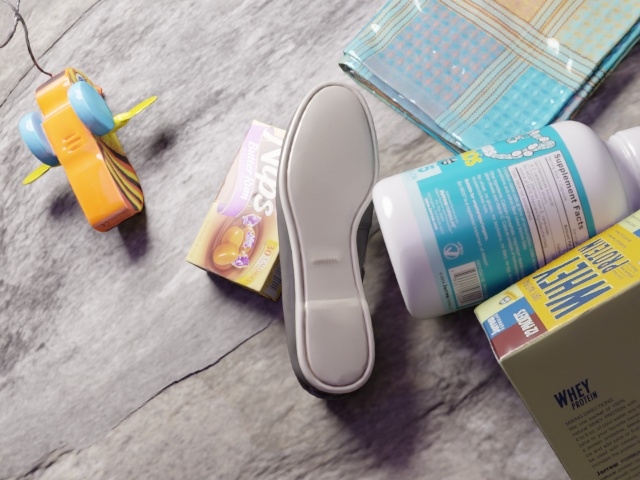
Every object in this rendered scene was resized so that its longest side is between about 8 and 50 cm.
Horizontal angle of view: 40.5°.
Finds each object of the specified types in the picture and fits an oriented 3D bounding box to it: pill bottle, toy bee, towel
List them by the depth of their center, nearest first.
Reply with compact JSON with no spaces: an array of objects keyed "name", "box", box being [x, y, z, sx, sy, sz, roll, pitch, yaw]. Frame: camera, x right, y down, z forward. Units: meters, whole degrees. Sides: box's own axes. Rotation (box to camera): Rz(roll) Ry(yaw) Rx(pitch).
[{"name":"pill bottle","box":[0.193,-0.026,0.839,0.264,0.146,0.146,-17,67,5]},{"name":"towel","box":[0.227,-0.269,0.978,0.271,0.040,0.370,41,90,26]},{"name":"toy bee","box":[-0.297,-0.159,1.099,0.195,0.162,0.298,-8,94,10]}]

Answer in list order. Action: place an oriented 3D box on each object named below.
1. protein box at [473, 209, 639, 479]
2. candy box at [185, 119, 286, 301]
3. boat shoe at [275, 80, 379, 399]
[{"name":"protein box","box":[0.271,0.107,0.728,0.200,0.136,0.201,-32,101,8]},{"name":"candy box","box":[-0.064,-0.036,1.003,0.109,0.053,0.186,22,83,25]},{"name":"boat shoe","box":[0.000,0.000,0.922,0.112,0.095,0.335,4,76,-16]}]
